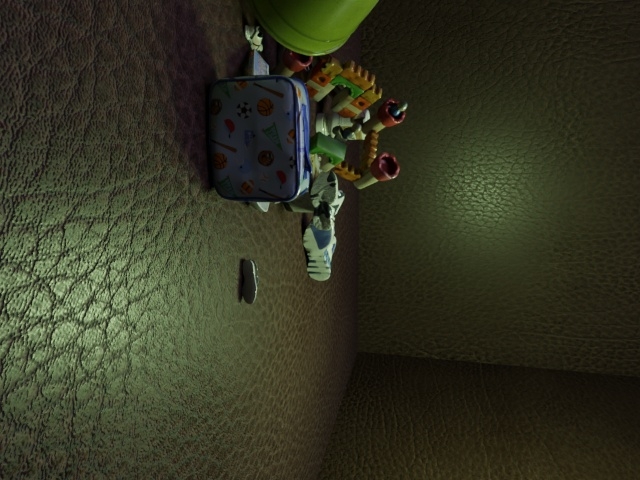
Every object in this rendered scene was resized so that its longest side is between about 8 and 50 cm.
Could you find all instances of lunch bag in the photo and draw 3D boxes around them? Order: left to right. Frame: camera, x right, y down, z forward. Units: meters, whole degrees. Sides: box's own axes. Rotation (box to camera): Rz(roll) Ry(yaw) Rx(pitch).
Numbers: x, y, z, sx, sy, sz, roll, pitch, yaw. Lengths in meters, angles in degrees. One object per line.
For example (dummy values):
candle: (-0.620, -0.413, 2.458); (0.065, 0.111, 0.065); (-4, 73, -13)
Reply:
lunch bag: (-0.134, -0.231, 1.189); (0.115, 0.242, 0.304); (-48, 138, -71)

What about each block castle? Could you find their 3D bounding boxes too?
block castle: (0.053, -0.383, 1.554); (0.212, 0.453, 0.303); (-26, -132, 53)

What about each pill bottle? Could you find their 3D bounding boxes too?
pill bottle: (0.100, -0.515, 2.249); (0.131, 0.229, 0.131); (3, 90, -78)

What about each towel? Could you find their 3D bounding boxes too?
towel: (0.076, -0.699, 2.254); (0.237, 0.037, 0.329); (58, -4, 26)

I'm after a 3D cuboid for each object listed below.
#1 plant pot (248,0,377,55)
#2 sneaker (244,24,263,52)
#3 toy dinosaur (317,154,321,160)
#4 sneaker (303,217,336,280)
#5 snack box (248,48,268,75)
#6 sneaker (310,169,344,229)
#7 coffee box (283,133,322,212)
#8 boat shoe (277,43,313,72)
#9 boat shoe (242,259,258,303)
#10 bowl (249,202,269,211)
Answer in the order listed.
plant pot: (0.038, -0.714, 1.273); (0.353, 0.366, 0.367); (-7, -103, 59)
sneaker: (-0.176, -0.557, 1.404); (0.109, 0.043, 0.040); (39, 52, -77)
toy dinosaur: (-0.049, -0.307, 2.009); (0.268, 0.063, 0.118); (-12, 90, -77)
sneaker: (0.000, 0.001, 2.191); (0.182, 0.127, 0.316); (-79, 172, -50)
snack box: (-0.166, -0.449, 1.360); (0.064, 0.022, 0.178); (44, 27, -38)
sneaker: (0.029, -0.167, 1.749); (0.153, 0.093, 0.235); (-69, 161, -49)
coffee box: (-0.080, -0.234, 1.731); (0.297, 0.118, 0.168); (67, 29, -63)
boat shoe: (-0.068, -0.690, 1.668); (0.132, 0.130, 0.356); (-49, 140, -71)
boat shoe: (-0.198, 0.117, 1.437); (0.038, 0.046, 0.125); (-3, 88, -73)
bowl: (-0.182, -0.162, 1.430); (0.142, 0.053, 0.142); (61, 33, -67)
